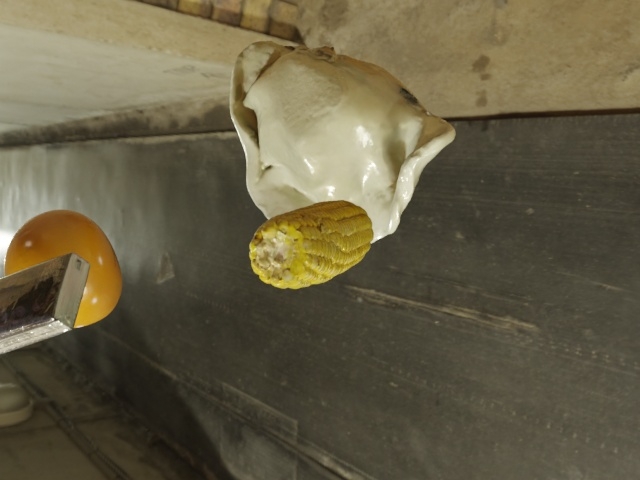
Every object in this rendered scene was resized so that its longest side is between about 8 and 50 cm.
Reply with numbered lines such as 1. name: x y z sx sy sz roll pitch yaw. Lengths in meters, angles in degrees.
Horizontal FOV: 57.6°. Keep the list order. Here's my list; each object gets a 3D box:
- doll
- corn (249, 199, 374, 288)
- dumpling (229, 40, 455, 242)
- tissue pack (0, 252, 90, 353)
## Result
1. doll: -0.479 0.060 1.024 0.213 0.236 0.213 53 156 36
2. corn: 0.000 0.000 0.492 0.067 0.206 0.067 2 96 17
3. dumpling: 0.007 -0.124 0.761 0.318 0.187 0.243 28 92 25
4. tissue pack: -0.407 0.088 0.823 0.156 0.051 0.112 -17 51 19
